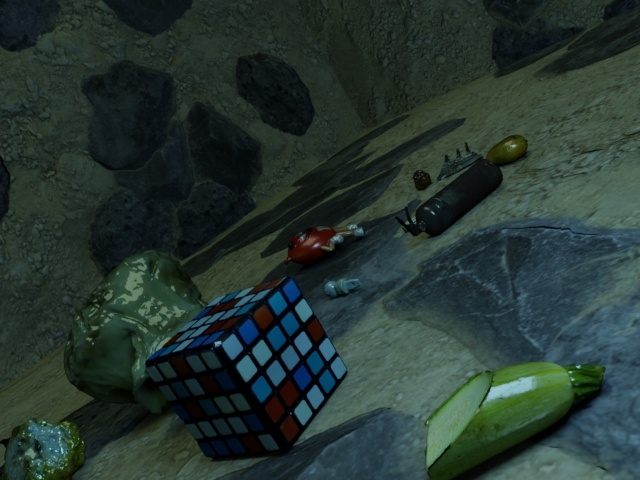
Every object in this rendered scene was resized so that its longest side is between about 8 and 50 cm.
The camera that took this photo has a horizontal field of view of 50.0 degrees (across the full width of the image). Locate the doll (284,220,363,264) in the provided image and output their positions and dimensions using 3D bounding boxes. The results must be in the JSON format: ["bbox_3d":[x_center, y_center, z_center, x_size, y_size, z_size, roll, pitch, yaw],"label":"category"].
[{"bbox_3d":[0.000,0.000,1.775,0.217,0.085,0.183,-22,12,-2],"label":"doll"}]

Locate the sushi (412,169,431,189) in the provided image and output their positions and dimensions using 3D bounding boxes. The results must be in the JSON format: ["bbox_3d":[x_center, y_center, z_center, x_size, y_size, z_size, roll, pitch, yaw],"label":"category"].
[{"bbox_3d":[0.275,-0.169,1.881,0.050,0.047,0.099,-28,13,-1],"label":"sushi"}]

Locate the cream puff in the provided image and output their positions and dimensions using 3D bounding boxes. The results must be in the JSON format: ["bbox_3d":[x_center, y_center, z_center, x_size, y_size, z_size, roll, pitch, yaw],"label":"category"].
[{"bbox_3d":[-0.503,0.406,1.263,0.156,0.156,0.121,-55,-15,-64],"label":"cream puff"}]

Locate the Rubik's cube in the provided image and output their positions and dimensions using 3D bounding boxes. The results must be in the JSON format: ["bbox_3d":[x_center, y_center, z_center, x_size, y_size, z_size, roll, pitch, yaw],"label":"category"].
[{"bbox_3d":[-0.105,0.185,0.996,0.184,0.182,0.187,-20,16,39],"label":"Rubik's cube"}]

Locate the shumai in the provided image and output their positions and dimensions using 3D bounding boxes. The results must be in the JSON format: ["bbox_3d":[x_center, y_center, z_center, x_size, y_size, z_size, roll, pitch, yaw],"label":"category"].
[{"bbox_3d":[-0.311,0.158,1.308,0.288,0.292,0.329,-35,38,62],"label":"shumai"}]

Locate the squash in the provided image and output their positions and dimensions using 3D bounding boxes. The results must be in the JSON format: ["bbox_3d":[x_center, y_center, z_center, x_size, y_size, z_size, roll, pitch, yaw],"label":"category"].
[{"bbox_3d":[0.181,0.156,0.663,0.200,0.075,0.090,-29,-14,2],"label":"squash"}]

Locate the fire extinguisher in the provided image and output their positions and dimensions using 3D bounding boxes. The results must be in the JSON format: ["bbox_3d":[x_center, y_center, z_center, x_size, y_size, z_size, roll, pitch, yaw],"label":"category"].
[{"bbox_3d":[0.267,-0.085,1.434,0.268,0.089,0.072,-36,15,-26],"label":"fire extinguisher"}]

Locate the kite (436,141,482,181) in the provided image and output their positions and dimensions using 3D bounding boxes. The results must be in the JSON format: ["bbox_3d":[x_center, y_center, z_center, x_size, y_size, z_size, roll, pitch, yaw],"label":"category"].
[{"bbox_3d":[0.386,-0.227,1.925,0.141,0.015,0.245,-26,16,17],"label":"kite"}]

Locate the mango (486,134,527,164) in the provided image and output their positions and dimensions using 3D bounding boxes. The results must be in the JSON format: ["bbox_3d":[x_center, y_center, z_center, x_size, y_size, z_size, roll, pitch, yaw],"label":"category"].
[{"bbox_3d":[0.440,-0.211,1.629,0.114,0.057,0.079,-30,12,50],"label":"mango"}]

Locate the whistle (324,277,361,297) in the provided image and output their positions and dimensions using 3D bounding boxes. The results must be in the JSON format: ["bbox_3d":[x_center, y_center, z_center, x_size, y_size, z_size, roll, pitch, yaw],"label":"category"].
[{"bbox_3d":[0.043,0.093,1.382,0.100,0.035,0.035,-18,17,43],"label":"whistle"}]

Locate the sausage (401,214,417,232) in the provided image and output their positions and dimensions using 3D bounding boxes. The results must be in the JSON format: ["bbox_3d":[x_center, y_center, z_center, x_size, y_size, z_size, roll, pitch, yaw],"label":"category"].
[{"bbox_3d":[0.242,-0.062,1.563,0.132,0.024,0.024,-33,12,-7],"label":"sausage"}]
